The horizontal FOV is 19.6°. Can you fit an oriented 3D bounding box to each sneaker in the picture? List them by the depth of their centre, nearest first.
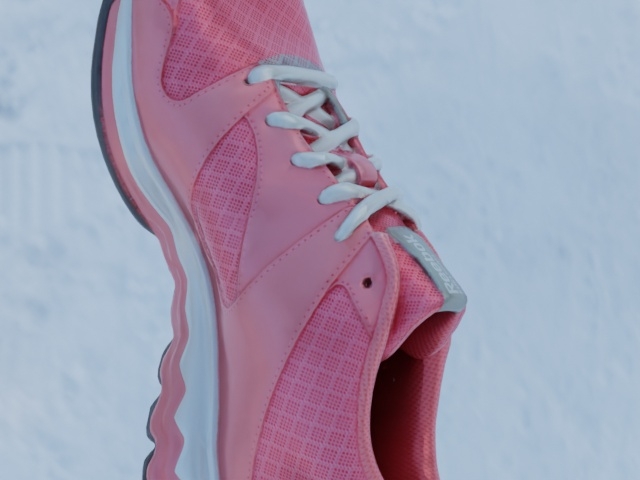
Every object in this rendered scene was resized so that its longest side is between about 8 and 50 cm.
[{"bbox_3d":[0.000,0.000,0.763,0.136,0.116,0.314,-10,86,36],"label":"sneaker"}]
